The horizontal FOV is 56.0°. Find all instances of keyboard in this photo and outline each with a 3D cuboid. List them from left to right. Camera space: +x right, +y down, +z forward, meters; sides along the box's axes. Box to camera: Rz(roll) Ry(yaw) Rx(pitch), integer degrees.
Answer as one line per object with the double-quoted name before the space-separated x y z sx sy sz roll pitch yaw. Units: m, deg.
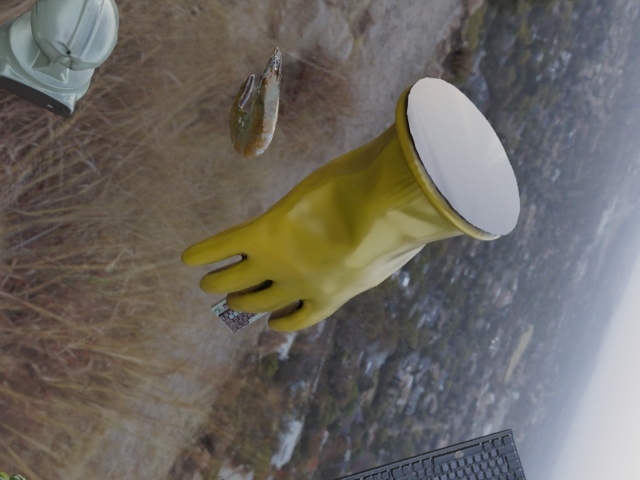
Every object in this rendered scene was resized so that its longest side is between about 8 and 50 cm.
"keyboard" -0.062 0.062 0.785 0.165 0.017 0.055 -32 114 8
"keyboard" 0.106 0.242 0.591 0.010 0.197 0.064 122 -46 -79

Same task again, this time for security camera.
"security camera" -0.509 -0.400 1.189 0.197 0.277 0.191 25 59 -37

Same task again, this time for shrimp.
"shrimp" -0.134 -0.290 1.261 0.053 0.133 0.236 6 102 -43

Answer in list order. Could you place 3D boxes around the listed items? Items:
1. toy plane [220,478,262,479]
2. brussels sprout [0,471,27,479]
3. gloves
"toy plane" -0.130 0.420 0.958 0.246 0.078 0.169 2 153 -31
"brussels sprout" -0.405 0.317 0.752 0.058 0.085 0.085 -98 -178 -47
"gloves" -0.001 -0.001 0.488 0.133 0.294 0.116 42 43 -20
